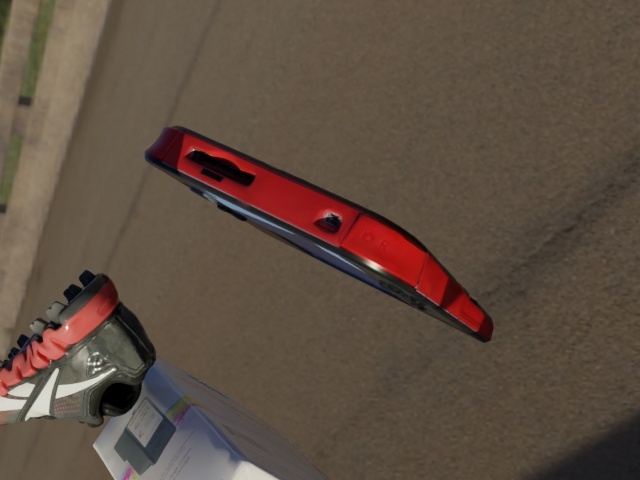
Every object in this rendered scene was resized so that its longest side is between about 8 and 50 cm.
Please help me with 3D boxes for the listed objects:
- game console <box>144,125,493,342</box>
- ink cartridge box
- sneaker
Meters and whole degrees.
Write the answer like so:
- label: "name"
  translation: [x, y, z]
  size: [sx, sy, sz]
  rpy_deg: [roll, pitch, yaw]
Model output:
- label: "game console"
  translation: [0.000, 0.000, 1.130]
  size: [0.386, 0.342, 0.060]
  rpy_deg: [27, 82, 32]
- label: "ink cartridge box"
  translation: [-0.101, 0.246, 0.981]
  size: [0.119, 0.207, 0.353]
  rpy_deg: [-56, 28, -5]
- label: "sneaker"
  translation: [-0.265, 0.145, 0.978]
  size: [0.276, 0.135, 0.098]
  rpy_deg: [-37, 13, 38]
